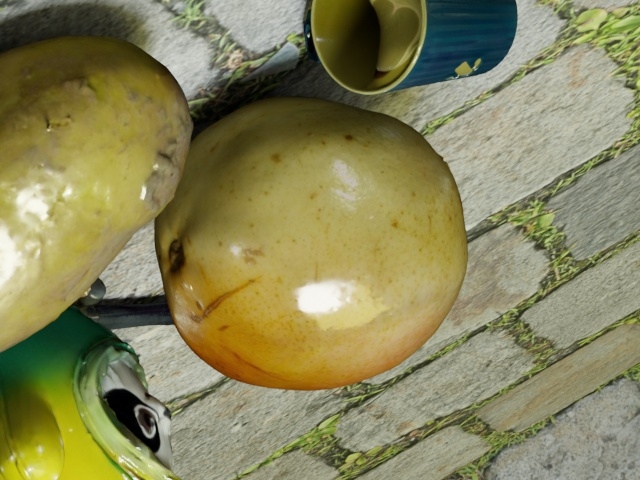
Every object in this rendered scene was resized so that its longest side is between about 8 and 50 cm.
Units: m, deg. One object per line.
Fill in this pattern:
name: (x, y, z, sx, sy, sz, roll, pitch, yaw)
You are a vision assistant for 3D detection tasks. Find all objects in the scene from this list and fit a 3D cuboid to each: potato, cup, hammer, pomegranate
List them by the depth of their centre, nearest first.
potato: (-0.228, -0.056, 1.502, 0.266, 0.229, 0.229, -33, 157, 1)
cup: (0.075, -0.196, 1.656, 0.176, 0.131, 0.155, -9, 179, 44)
pomegranate: (0.000, 0.000, 1.758, 0.319, 0.319, 0.319, -23, 156, -11)
hammer: (-0.184, 0.085, 2.033, 0.290, 0.037, 0.137, -1, 145, -46)

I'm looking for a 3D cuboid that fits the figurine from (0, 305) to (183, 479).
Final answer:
figurine: (-0.265, 0.175, 1.747, 0.231, 0.340, 0.323, -28, 155, -1)
